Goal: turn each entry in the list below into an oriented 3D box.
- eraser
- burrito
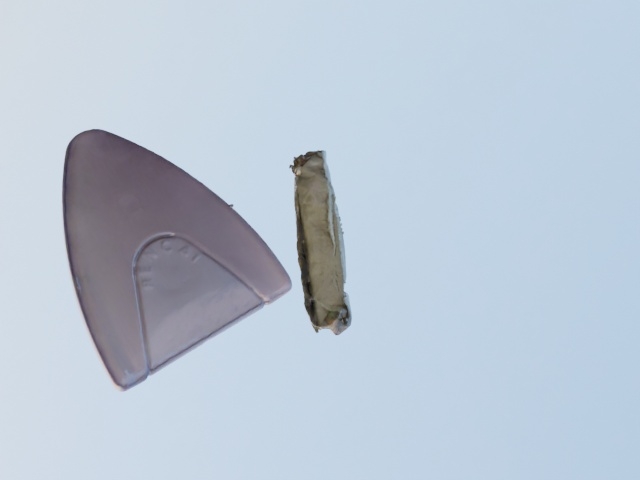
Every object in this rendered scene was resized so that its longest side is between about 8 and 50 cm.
[{"bbox_3d":[-0.173,-0.001,1.682,0.204,0.243,0.059,-30,172,-17],"label":"eraser"},{"bbox_3d":[0.000,0.000,1.561,0.045,0.041,0.185,-7,-112,3],"label":"burrito"}]
